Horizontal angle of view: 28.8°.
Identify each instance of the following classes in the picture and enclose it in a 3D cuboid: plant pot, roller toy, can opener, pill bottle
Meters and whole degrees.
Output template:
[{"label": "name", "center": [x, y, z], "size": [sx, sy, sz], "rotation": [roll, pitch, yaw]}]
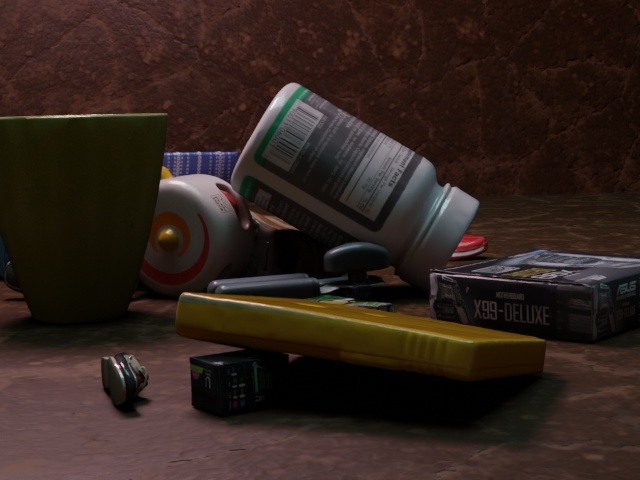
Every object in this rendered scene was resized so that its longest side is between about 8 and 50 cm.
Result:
[{"label": "plant pot", "center": [-0.354, -0.035, 1.813], "size": [0.275, 0.293, 0.275], "rotation": [-2, 7, 0]}, {"label": "roller toy", "center": [-0.216, -0.011, 2.013], "size": [0.191, 0.209, 0.146], "rotation": [11, 11, 21]}, {"label": "can opener", "center": [-0.032, 0.059, 1.872], "size": [0.280, 0.093, 0.074], "rotation": [-9, 9, -21]}, {"label": "pill bottle", "center": [0.056, -0.079, 1.988], "size": [0.361, 0.204, 0.204], "rotation": [31, 8, 2]}]

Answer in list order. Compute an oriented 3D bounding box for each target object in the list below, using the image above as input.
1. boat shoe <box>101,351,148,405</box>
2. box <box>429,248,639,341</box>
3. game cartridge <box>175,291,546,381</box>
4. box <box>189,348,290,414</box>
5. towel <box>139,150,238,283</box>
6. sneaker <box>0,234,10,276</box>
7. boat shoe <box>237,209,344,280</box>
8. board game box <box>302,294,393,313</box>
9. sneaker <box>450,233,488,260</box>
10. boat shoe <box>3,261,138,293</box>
[{"label": "boat shoe", "center": [-0.201, 0.142, 1.299], "size": [0.043, 0.049, 0.137], "rotation": [-1, 1, -16]}, {"label": "box", "center": [0.333, 0.069, 1.720], "size": [0.242, 0.076, 0.307], "rotation": [4, 8, 39]}, {"label": "game cartridge", "center": [0.054, 0.103, 1.325], "size": [0.323, 0.053, 0.285], "rotation": [9, 0, 26]}, {"label": "box", "center": [-0.081, 0.140, 1.251], "size": [0.083, 0.052, 0.062], "rotation": [-6, 6, -33]}, {"label": "towel", "center": [-0.312, -0.038, 2.115], "size": [0.336, 0.243, 0.040], "rotation": [-2, 25, -19]}, {"label": "sneaker", "center": [-0.525, 0.000, 2.323], "size": [0.208, 0.127, 0.319], "rotation": [-9, 10, -43]}, {"label": "boat shoe", "center": [-0.063, 0.021, 2.143], "size": [0.120, 0.122, 0.324], "rotation": [2, 12, -31]}, {"label": "board game box", "center": [-0.038, 0.107, 1.679], "size": [0.136, 0.030, 0.259], "rotation": [2, 6, 45]}, {"label": "sneaker", "center": [0.213, -0.028, 2.419], "size": [0.221, 0.128, 0.087], "rotation": [-2, 7, 3]}, {"label": "boat shoe", "center": [-0.403, 0.057, 1.977], "size": [0.223, 0.080, 0.073], "rotation": [4, 2, 9]}]
